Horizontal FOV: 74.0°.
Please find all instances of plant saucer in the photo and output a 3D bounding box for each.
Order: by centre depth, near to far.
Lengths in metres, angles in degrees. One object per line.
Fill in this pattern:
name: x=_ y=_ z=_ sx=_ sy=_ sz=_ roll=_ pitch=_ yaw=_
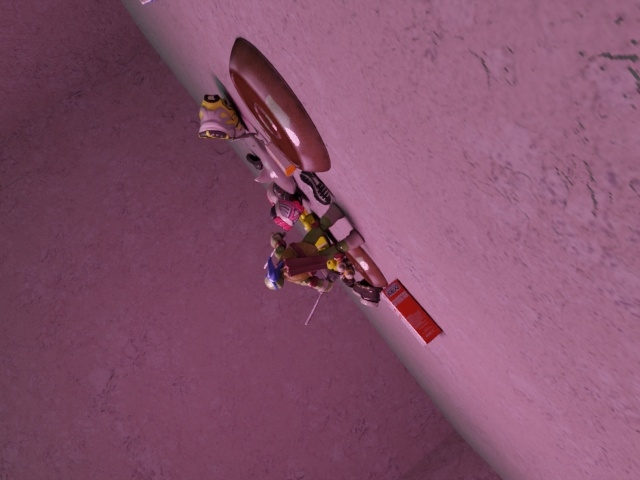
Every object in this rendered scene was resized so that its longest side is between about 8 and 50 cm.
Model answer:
plant saucer: x=-0.093 y=-0.255 z=0.868 sx=0.310 sy=0.050 sz=0.310 roll=50 pitch=175 yaw=7
plant saucer: x=0.129 y=0.073 z=1.294 sx=0.198 sy=0.036 sz=0.198 roll=51 pitch=175 yaw=7

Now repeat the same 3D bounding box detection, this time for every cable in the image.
cable: x=0.082 y=0.084 z=1.604 sx=0.139 sy=0.072 sz=0.287 roll=57 pitch=176 yaw=7

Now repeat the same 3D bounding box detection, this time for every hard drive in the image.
hard drive: x=-0.004 y=0.093 z=1.974 sx=0.237 sy=0.064 sz=0.339 roll=55 pitch=-166 yaw=3

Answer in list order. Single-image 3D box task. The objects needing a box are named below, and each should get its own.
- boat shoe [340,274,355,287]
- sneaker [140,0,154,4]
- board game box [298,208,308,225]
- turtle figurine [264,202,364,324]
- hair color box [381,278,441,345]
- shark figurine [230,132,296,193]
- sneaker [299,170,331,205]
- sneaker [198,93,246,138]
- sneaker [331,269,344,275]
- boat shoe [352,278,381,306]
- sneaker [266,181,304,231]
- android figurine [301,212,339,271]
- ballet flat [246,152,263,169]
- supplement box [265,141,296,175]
boat shoe: x=0.138 y=0.190 z=2.032 sx=0.049 sy=0.056 sz=0.152 roll=44 pitch=-178 yaw=27
sneaker: x=-0.372 y=-0.574 z=0.917 sx=0.080 sy=0.081 sz=0.211 roll=54 pitch=174 yaw=-7
board game box: x=-0.098 y=-0.136 z=1.848 sx=0.092 sy=0.043 sz=0.181 roll=49 pitch=174 yaw=38
turtle figurine: x=-0.031 y=0.039 z=1.143 sx=0.198 sy=0.266 sz=0.274 roll=49 pitch=174 yaw=33
hair color box: x=0.227 y=0.183 z=1.075 sx=0.167 sy=0.053 sz=0.093 roll=49 pitch=176 yaw=17
shark figurine: x=-0.189 y=-0.255 z=1.420 sx=0.278 sy=0.116 sz=0.166 roll=50 pitch=174 yaw=-6
sneaker: x=-0.007 y=-0.133 z=1.066 sx=0.109 sy=0.040 sz=0.044 roll=54 pitch=-168 yaw=13
sneaker: x=-0.349 y=-0.448 z=1.558 sx=0.384 sy=0.145 sz=0.147 roll=-111 pitch=23 yaw=-75
sneaker: x=0.052 y=0.080 z=1.889 sx=0.178 sy=0.072 sz=0.077 roll=48 pitch=173 yaw=30
boat shoe: x=0.168 y=0.173 z=1.508 sx=0.081 sy=0.068 sz=0.228 roll=12 pitch=-174 yaw=-8
sneaker: x=-0.120 y=-0.150 z=1.595 sx=0.121 sy=0.112 sz=0.299 roll=36 pitch=-160 yaw=-32
android figurine: x=0.000 y=0.000 z=1.663 sx=0.273 sy=0.056 sz=0.248 roll=54 pitch=-172 yaw=-39
ballet flat: x=-0.317 y=-0.395 z=2.076 sx=0.173 sy=0.057 sz=0.049 roll=46 pitch=132 yaw=47
supplement box: x=-0.115 y=-0.242 z=1.238 sx=0.098 sy=0.036 sz=0.062 roll=51 pitch=176 yaw=4
